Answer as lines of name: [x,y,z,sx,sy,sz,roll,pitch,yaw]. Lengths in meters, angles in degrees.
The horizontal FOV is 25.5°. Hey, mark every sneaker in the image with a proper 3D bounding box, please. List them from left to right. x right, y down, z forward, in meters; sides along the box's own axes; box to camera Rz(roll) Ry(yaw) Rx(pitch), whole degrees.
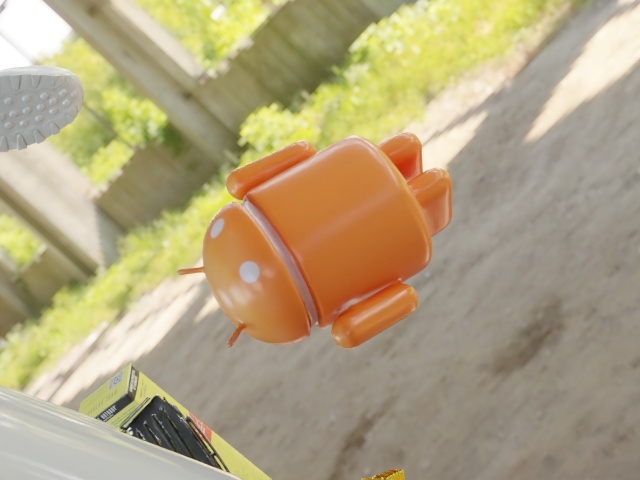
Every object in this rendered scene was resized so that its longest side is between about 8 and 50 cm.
sneaker: [-0.360,-0.137,1.450,0.235,0.090,0.095,-16,35,-6]

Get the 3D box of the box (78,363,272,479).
box: [-0.155,0.240,1.549,0.087,0.232,0.058,-39,23,21]

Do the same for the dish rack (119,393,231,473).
dish rack: [-0.165,0.274,1.239,0.074,0.208,0.271,-19,-22,-51]

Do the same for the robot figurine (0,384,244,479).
robot figurine: [-0.162,0.180,0.701,0.200,0.353,0.300,-56,21,23]

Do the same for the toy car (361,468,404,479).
toy car: [0.035,0.217,1.091,0.040,0.060,0.122,-13,-15,-40]

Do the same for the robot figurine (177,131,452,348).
robot figurine: [0.001,0.001,1.121,0.219,0.158,0.128,-30,10,-11]
